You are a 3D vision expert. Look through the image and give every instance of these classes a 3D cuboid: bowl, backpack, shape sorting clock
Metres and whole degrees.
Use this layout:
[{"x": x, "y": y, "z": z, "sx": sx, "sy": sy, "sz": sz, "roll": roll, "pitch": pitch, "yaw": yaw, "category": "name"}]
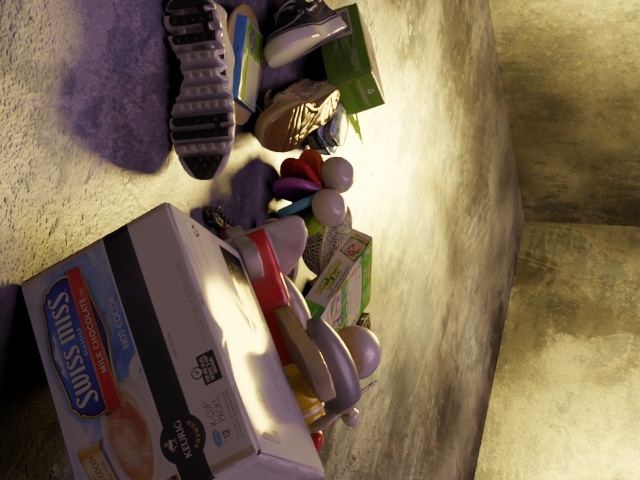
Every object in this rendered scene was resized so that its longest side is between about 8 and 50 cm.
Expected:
[{"x": 0.000, "y": 0.000, "z": 2.073, "sx": 0.170, "sy": 0.080, "sz": 0.170, "roll": 11, "pitch": 90, "yaw": -70, "category": "bowl"}, {"x": 0.011, "y": -0.232, "z": 2.074, "sx": 0.114, "sy": 0.084, "sz": 0.105, "roll": 59, "pitch": 42, "yaw": -60, "category": "backpack"}, {"x": -0.139, "y": -0.305, "z": 1.737, "sx": 0.206, "sy": 0.040, "sz": 0.206, "roll": 6, "pitch": 90, "yaw": -81, "category": "shape sorting clock"}]

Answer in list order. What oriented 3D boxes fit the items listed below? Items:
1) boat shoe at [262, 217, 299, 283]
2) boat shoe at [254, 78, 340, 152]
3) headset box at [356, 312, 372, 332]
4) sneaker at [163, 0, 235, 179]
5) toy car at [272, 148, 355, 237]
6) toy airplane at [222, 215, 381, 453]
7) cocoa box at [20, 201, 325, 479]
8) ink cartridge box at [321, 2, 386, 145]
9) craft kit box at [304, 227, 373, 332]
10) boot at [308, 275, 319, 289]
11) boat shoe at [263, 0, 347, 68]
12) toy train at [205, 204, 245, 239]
[{"x": -0.089, "y": 0.073, "z": 1.872, "sx": 0.073, "sy": 0.080, "sz": 0.224, "roll": -41, "pitch": 135, "yaw": -68, "category": "boat shoe"}, {"x": -0.059, "y": -0.245, "z": 1.912, "sx": 0.285, "sy": 0.089, "sz": 0.105, "roll": -36, "pitch": 149, "yaw": -58, "category": "boat shoe"}, {"x": 0.101, "y": 0.227, "z": 2.442, "sx": 0.062, "sy": 0.032, "sz": 0.083, "roll": -53, "pitch": 142, "yaw": -54, "category": "headset box"}, {"x": -0.176, "y": -0.243, "z": 1.583, "sx": 0.118, "sy": 0.110, "sz": 0.292, "roll": -38, "pitch": 128, "yaw": -74, "category": "sneaker"}, {"x": -0.028, "y": -0.097, "z": 1.948, "sx": 0.136, "sy": 0.159, "sz": 0.182, "roll": 30, "pitch": 60, "yaw": -28, "category": "toy car"}, {"x": -0.039, "y": 0.148, "z": 1.533, "sx": 0.384, "sy": 0.272, "sz": 0.386, "roll": 107, "pitch": -20, "yaw": -53, "category": "toy airplane"}, {"x": -0.186, "y": 0.175, "z": 1.256, "sx": 0.347, "sy": 0.227, "sz": 0.231, "roll": 66, "pitch": 10, "yaw": 25, "category": "cocoa box"}, {"x": 0.083, "y": -0.353, "z": 2.147, "sx": 0.255, "sy": 0.097, "sz": 0.189, "roll": 53, "pitch": 24, "yaw": -59, "category": "ink cartridge box"}, {"x": 0.029, "y": 0.140, "z": 2.065, "sx": 0.247, "sy": 0.061, "sz": 0.250, "roll": -52, "pitch": 158, "yaw": -29, "category": "craft kit box"}, {"x": 0.010, "y": 0.091, "z": 2.193, "sx": 0.114, "sy": 0.037, "sz": 0.107, "roll": 45, "pitch": 50, "yaw": -57, "category": "boot"}, {"x": -0.044, "y": -0.409, "z": 1.893, "sx": 0.102, "sy": 0.108, "sz": 0.301, "roll": 54, "pitch": 32, "yaw": -4, "category": "boat shoe"}, {"x": -0.161, "y": -0.018, "z": 1.745, "sx": 0.158, "sy": 0.027, "sz": 0.036, "roll": 48, "pitch": 52, "yaw": -61, "category": "toy train"}]
